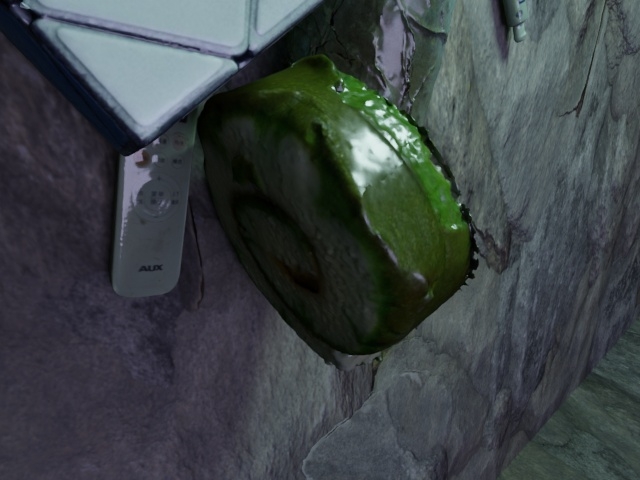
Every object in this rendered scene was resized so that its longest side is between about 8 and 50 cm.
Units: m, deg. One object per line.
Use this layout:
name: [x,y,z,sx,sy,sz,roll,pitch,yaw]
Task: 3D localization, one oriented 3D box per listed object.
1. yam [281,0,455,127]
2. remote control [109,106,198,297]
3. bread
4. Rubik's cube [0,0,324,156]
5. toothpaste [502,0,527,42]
yam: [0.049,-0.243,0.569,0.201,0.202,0.271,-5,117,-14]
remote control: [-0.203,-0.076,0.534,0.090,0.038,0.309,-1,110,-40]
bread: [0.000,0.000,0.510,0.129,0.366,0.382,-35,116,-24]
Rubik's cube: [-0.153,-0.212,0.365,0.207,0.205,0.205,-44,114,-14]
toothpaste: [0.343,-0.485,0.798,0.067,0.037,0.255,-43,128,-15]
